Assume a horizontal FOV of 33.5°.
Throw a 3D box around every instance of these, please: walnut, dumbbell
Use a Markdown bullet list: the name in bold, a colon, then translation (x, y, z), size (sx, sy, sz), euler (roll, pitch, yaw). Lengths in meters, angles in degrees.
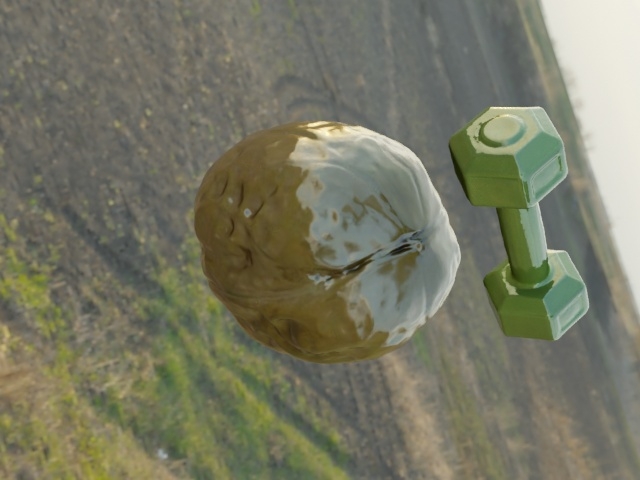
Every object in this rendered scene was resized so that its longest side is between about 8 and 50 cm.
- **walnut**: translation (0.000, 0.000, 1.530), size (0.308, 0.398, 0.354), euler (-28, 113, -43)
- **dumbbell**: translation (0.224, -0.013, 1.180), size (0.108, 0.121, 0.302), euler (33, -23, 40)
